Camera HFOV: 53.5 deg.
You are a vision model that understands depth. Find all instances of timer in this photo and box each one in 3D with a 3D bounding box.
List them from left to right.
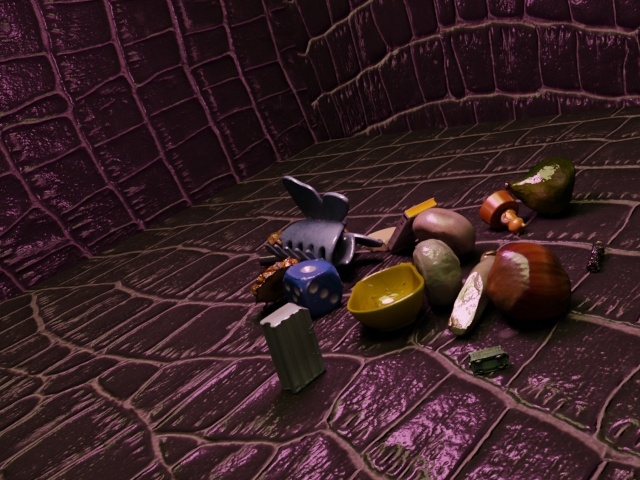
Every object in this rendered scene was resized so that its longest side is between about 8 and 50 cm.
[{"bbox_3d":[0.633,-0.075,2.139,0.132,0.132,0.152,-21,43,-13],"label":"timer"}]

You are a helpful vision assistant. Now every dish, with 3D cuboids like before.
[{"bbox_3d":[0.195,0.171,1.766,0.221,0.108,0.262,-20,16,10],"label":"dish"}]

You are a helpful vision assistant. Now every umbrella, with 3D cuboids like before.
[{"bbox_3d":[0.772,0.042,1.775,0.040,0.037,0.144,-19,17,38],"label":"umbrella"}]

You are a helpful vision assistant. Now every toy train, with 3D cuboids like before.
[{"bbox_3d":[0.383,0.273,1.450,0.093,0.038,0.056,-15,13,6],"label":"toy train"}]

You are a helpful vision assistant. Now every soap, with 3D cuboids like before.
[{"bbox_3d":[-0.066,0.266,1.586,0.066,0.198,0.119,6,29,45],"label":"soap"}]

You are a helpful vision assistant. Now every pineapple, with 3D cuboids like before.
[{"bbox_3d":[-0.141,0.135,2.056,0.221,0.221,0.047,-25,60,-24],"label":"pineapple"}]

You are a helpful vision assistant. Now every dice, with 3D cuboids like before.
[{"bbox_3d":[-0.023,0.146,1.971,0.146,0.146,0.143,-24,22,-25],"label":"dice"}]

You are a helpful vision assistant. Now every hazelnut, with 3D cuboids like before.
[{"bbox_3d":[0.519,0.113,1.601,0.186,0.210,0.210,-33,10,27],"label":"hazelnut"}]

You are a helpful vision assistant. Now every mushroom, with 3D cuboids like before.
[{"bbox_3d":[0.398,0.000,2.033,0.206,0.209,0.206,-3,-12,-1],"label":"mushroom"},{"bbox_3d":[0.424,0.132,1.700,0.087,0.107,0.333,8,28,31],"label":"mushroom"}]

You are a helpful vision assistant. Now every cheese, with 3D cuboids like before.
[{"bbox_3d":[0.289,-0.024,2.338,0.255,0.050,0.127,-22,19,-15],"label":"cheese"}]

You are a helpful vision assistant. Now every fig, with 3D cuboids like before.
[{"bbox_3d":[0.739,-0.188,2.173,0.235,0.203,0.203,3,21,5],"label":"fig"}]

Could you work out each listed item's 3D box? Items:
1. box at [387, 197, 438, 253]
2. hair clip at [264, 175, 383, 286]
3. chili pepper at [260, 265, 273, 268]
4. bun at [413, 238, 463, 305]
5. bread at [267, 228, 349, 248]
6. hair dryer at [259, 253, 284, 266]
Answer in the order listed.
[{"bbox_3d":[0.307,-0.047,2.174,0.129,0.033,0.247,-25,-22,-25],"label":"box"},{"bbox_3d":[0.000,0.000,2.189,0.318,0.392,0.238,11,58,50],"label":"hair clip"},{"bbox_3d":[-0.144,0.087,2.413,0.178,0.027,0.045,-16,33,0],"label":"chili pepper"},{"bbox_3d":[0.333,0.084,1.772,0.118,0.195,0.195,-18,19,5],"label":"bun"},{"bbox_3d":[-0.053,-0.010,2.540,0.367,0.077,0.084,-6,23,30],"label":"bread"},{"bbox_3d":[-0.135,0.028,2.435,0.173,0.050,0.195,-6,30,11],"label":"hair dryer"}]
